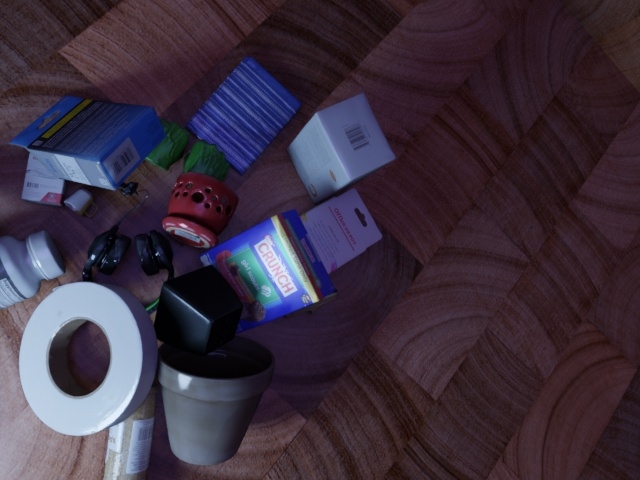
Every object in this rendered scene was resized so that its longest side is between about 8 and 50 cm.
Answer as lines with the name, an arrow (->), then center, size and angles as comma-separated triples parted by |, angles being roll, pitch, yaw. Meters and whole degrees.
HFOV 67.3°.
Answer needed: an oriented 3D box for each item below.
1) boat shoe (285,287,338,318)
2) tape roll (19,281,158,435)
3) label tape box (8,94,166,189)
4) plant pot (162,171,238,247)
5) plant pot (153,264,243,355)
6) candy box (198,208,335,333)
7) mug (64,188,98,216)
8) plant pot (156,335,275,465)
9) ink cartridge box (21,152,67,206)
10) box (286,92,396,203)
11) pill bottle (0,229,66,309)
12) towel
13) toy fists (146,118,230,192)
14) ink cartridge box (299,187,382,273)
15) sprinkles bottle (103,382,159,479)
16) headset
boat shoe -> -0.031, 0.208, 1.566 | 0.190, 0.068, 0.072 | -14, 100, -9
tape roll -> -0.610, 0.300, 1.259 | 0.392, 0.072, 0.392 | -2, 82, 17
label tape box -> -0.643, -0.282, 1.343 | 0.333, 0.106, 0.241 | 13, 53, 22
plant pot -> -0.358, -0.080, 1.413 | 0.191, 0.191, 0.174 | 24, 70, -14
plant pot -> -0.327, 0.205, 1.332 | 0.167, 0.188, 0.187 | 31, 117, 23
candy box -> -0.160, 0.094, 1.406 | 0.268, 0.317, 0.122 | 64, 27, -2
mug -> -0.693, -0.111, 1.398 | 0.062, 0.078, 0.064 | 23, 65, 19
plant pot -> -0.305, 0.444, 1.344 | 0.323, 0.323, 0.280 | 7, 99, -17
ink cartridge box -> -0.779, -0.172, 1.370 | 0.099, 0.056, 0.135 | 8, 81, -17
box -> 0.050, -0.270, 1.492 | 0.168, 0.345, 0.215 | -28, 93, -19
pill bottle -> -0.854, 0.094, 1.252 | 0.318, 0.176, 0.176 | -25, 91, -19
towel -> -0.247, -0.415, 1.585 | 0.243, 0.040, 0.336 | 40, 76, -11
toy fists -> -0.416, -0.264, 1.479 | 0.279, 0.096, 0.142 | 29, 84, -14
ink cartridge box -> 0.000, 0.000, 1.564 | 0.353, 0.119, 0.207 | -30, 93, -17
sprinkles bottle -> -0.529, 0.577, 1.328 | 0.121, 0.121, 0.356 | 7, 81, -17
headset -> -0.536, 0.033, 1.356 | 0.243, 0.185, 0.394 | 3, 94, -18
